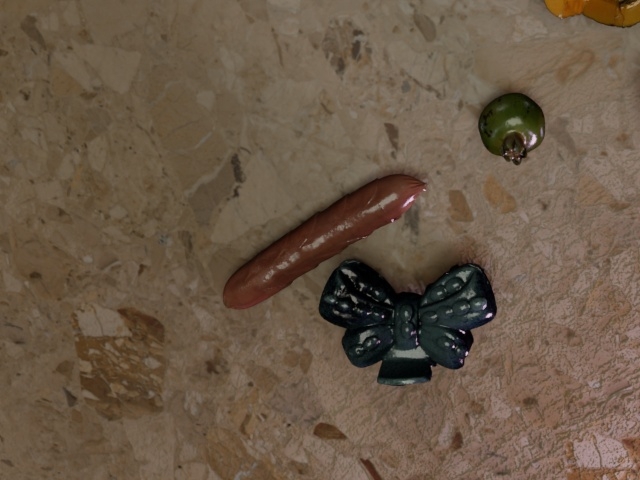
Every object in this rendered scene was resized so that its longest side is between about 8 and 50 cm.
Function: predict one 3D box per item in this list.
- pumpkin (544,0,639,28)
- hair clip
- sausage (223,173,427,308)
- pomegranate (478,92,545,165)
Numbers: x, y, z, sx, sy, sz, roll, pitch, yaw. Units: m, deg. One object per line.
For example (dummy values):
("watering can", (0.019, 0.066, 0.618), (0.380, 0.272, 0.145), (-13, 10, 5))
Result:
("pumpkin", (0.445, -0.415, 1.794), (0.183, 0.108, 0.119), (11, 114, -3))
("hair clip", (0.155, 0.141, 1.961), (0.310, 0.194, 0.206), (2, 94, 9))
("sausage", (-0.001, -0.001, 1.981), (0.433, 0.088, 0.088), (-32, 99, 15))
("pomegranate", (0.323, -0.181, 1.859), (0.114, 0.142, 0.114), (2, 130, 3))
